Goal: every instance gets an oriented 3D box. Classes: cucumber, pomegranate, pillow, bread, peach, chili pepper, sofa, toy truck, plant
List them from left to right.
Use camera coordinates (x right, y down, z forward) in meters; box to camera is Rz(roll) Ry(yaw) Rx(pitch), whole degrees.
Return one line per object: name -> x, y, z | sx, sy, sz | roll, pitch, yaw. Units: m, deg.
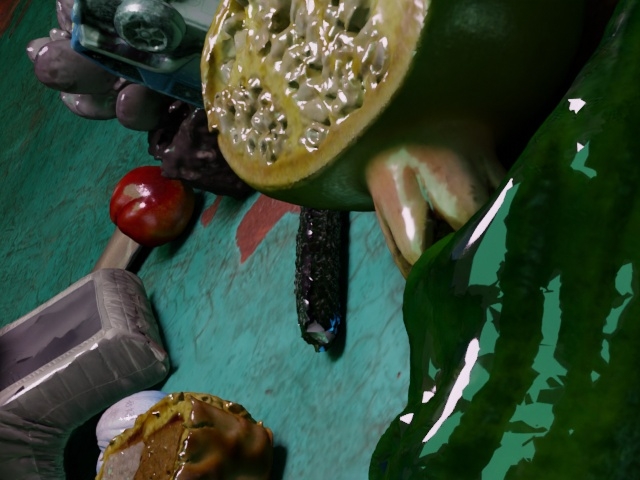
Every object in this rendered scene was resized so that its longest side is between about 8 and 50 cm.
sofa -> -0.256, 0.170, 1.611 | 0.225, 0.176, 0.210 | -33, 25, -2
pillow -> -0.251, 0.022, 1.819 | 0.217, 0.033, 0.130 | -57, 22, 14
peach -> -0.191, -0.044, 1.686 | 0.101, 0.101, 0.100 | -47, 27, 34
plant -> -0.170, -0.158, 1.535 | 0.149, 0.274, 0.146 | -54, 18, 19
bread -> -0.131, 0.232, 1.246 | 0.222, 0.096, 0.181 | -35, 36, 53
toy truck -> -0.093, -0.211, 1.415 | 0.156, 0.279, 0.155 | 128, 158, -59
cucumber -> -0.001, -0.001, 1.289 | 0.044, 0.043, 0.256 | -51, 26, 39
pomegranate -> 0.079, -0.126, 1.070 | 0.310, 0.216, 0.358 | -43, 60, 40
chili pepper -> 0.144, 0.016, 0.796 | 0.213, 0.167, 0.385 | -7, 58, 61

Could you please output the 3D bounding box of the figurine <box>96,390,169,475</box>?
figurine -> -0.165, 0.186, 1.419 | 0.114, 0.079, 0.114 | -17, 30, 10
